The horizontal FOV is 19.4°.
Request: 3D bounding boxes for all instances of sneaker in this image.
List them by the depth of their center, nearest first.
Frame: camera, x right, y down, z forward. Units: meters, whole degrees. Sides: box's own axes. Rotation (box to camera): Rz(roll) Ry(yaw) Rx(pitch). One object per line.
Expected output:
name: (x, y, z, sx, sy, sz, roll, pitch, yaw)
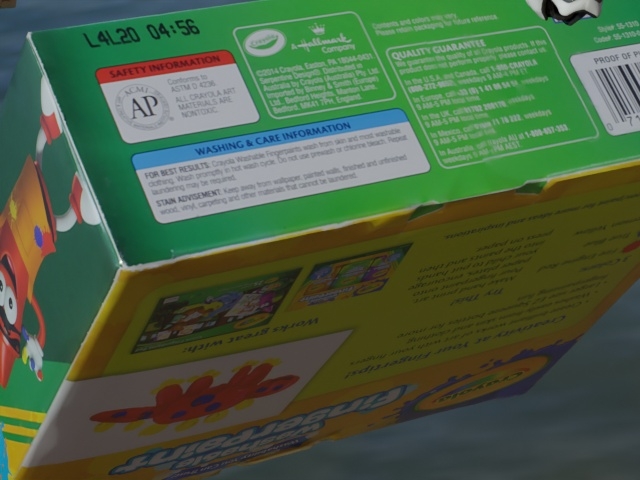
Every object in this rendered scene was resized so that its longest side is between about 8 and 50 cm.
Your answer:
sneaker: (0.098, -0.116, 0.821, 0.040, 0.043, 0.109, -1, 5, -9)

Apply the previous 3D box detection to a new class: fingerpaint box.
fingerpaint box: (0.000, 0.000, 1.201, 0.445, 0.371, 0.163, -12, 65, -28)

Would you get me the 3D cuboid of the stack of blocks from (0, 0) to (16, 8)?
stack of blocks: (-0.369, -0.322, 1.755, 0.171, 0.087, 0.297, -5, -21, -15)
